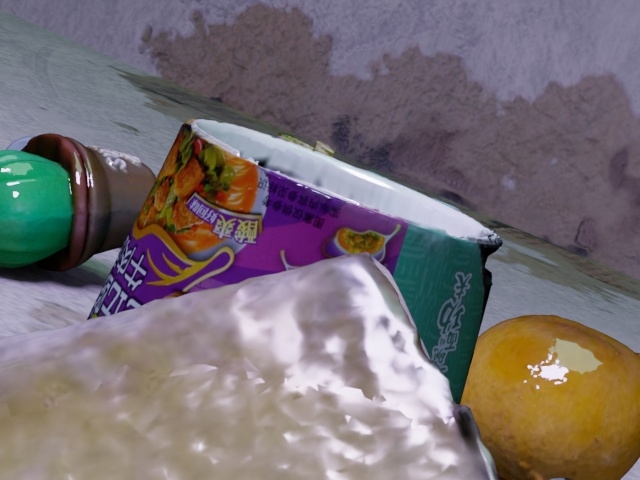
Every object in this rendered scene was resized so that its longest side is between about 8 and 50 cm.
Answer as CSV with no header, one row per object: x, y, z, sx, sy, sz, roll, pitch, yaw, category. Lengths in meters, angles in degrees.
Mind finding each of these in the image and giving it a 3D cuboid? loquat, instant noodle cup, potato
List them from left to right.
-0.052,0.146,0.688,0.264,0.211,0.189,-11,53,-4,potato
-0.017,0.051,1.004,0.251,0.190,0.251,20,8,-3,instant noodle cup
0.157,0.117,1.202,0.141,0.141,0.141,20,9,-3,loquat

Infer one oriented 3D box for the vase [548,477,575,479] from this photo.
0.117,0.173,1.008,0.059,0.059,0.167,25,9,23,vase

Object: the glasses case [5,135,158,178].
-0.196,-0.038,1.542,0.178,0.067,0.045,19,11,-14,glasses case

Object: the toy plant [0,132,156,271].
-0.223,-0.029,1.333,0.200,0.105,0.143,0,11,-36,toy plant

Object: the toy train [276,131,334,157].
0.000,0.000,1.553,0.177,0.134,0.261,34,10,0,toy train
